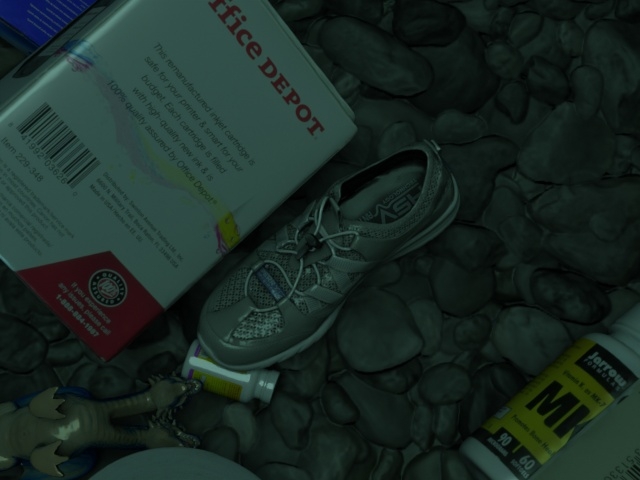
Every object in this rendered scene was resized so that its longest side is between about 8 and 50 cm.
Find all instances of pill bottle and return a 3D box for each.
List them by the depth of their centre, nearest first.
[{"bbox_3d":[0.232,0.156,1.022,0.208,0.119,0.119,-40,80,-9],"label":"pill bottle"},{"bbox_3d":[-0.080,0.120,1.069,0.083,0.043,0.043,18,78,4],"label":"pill bottle"}]

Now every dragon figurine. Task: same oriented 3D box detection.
[{"bbox_3d":[-0.245,0.169,1.036,0.289,0.144,0.085,-11,78,17],"label":"dragon figurine"}]

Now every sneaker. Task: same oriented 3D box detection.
[{"bbox_3d":[0.000,0.000,1.052,0.281,0.115,0.105,-40,66,-12],"label":"sneaker"}]

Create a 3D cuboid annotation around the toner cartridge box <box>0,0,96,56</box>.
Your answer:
[{"bbox_3d":[-0.281,-0.283,1.069,0.348,0.075,0.165,37,79,-20],"label":"toner cartridge box"}]

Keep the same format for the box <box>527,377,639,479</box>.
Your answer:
[{"bbox_3d":[0.277,0.232,0.931,0.149,0.232,0.127,-40,47,-9],"label":"box"}]

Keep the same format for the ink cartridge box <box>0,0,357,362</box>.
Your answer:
[{"bbox_3d":[-0.157,-0.084,1.027,0.306,0.131,0.226,-43,114,-11],"label":"ink cartridge box"}]

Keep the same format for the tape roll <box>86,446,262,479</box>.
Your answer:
[{"bbox_3d":[-0.119,0.280,0.945,0.219,0.072,0.219,11,58,-18],"label":"tape roll"}]
